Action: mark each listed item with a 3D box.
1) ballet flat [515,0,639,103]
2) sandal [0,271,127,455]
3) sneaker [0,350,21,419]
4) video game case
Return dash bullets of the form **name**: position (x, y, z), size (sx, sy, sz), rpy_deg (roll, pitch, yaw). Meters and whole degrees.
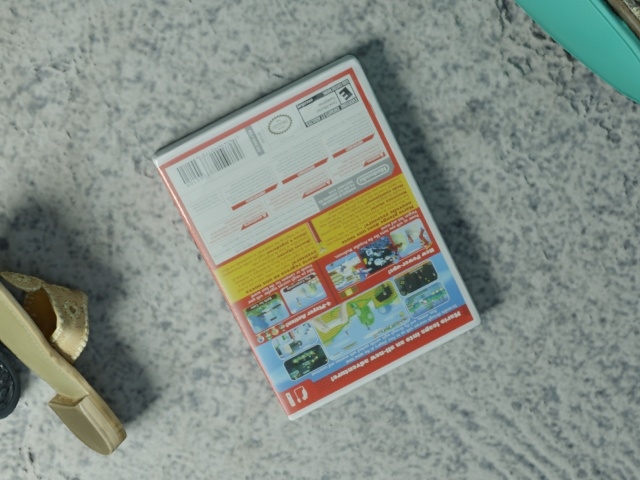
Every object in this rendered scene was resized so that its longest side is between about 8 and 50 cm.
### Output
- **ballet flat**: position (0.157, -0.304, 1.626), size (0.483, 0.164, 0.182), rpy_deg (31, 83, -15)
- **sandal**: position (-0.235, 0.081, 1.714), size (0.079, 0.088, 0.240), rpy_deg (-48, 119, -27)
- **sneaker**: position (-0.362, 0.099, 1.697), size (0.209, 0.082, 0.069), rpy_deg (29, 72, -34)
- **video game case**: position (0.000, 0.000, 1.745), size (0.204, 0.025, 0.285), rpy_deg (-27, 109, -2)
